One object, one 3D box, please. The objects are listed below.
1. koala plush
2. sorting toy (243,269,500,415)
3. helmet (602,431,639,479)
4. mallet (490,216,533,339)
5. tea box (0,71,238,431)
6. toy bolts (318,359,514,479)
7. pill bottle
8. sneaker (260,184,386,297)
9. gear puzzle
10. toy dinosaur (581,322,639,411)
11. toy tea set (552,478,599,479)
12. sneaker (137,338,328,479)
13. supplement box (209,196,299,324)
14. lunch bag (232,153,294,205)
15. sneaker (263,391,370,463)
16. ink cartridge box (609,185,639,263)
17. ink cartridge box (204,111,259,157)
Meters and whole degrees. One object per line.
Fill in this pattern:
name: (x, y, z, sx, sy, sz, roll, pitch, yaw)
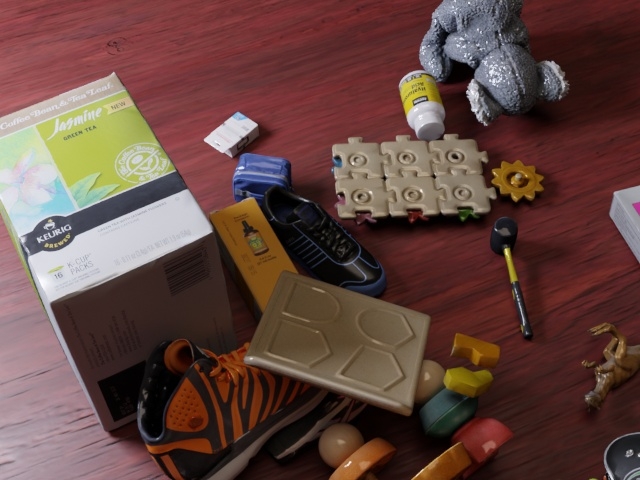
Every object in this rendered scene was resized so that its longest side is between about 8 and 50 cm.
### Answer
koala plush: (0.292, -0.299, 1.744, 0.196, 0.203, 0.221, -15, 65, -9)
sorting toy: (0.072, 0.145, 1.331, 0.307, 0.041, 0.229, 17, 30, 3)
helmet: (0.436, 0.303, 1.285, 0.161, 0.169, 0.169, -17, 54, 0)
mallet: (0.286, 0.061, 1.556, 0.039, 0.062, 0.190, -7, 67, -2)
tea box: (-0.285, 0.018, 1.417, 0.220, 0.329, 0.323, -26, 57, -16)
toy bolts: (0.119, 0.241, 1.316, 0.228, 0.218, 0.158, -30, 70, -29)
pill bottle: (0.173, -0.223, 1.752, 0.065, 0.065, 0.116, -8, 53, -4)
sneaker: (0.000, 0.000, 1.571, 0.232, 0.090, 0.081, 31, 59, 23)
gear puzzle: (0.187, -0.093, 1.673, 0.339, 0.044, 0.175, -2, 51, -3)
toy dinosaur: (0.427, 0.165, 1.464, 0.211, 0.064, 0.112, -27, 88, -23)
toy tea set: (0.215, 0.406, 1.266, 0.336, 0.124, 0.200, -7, 82, -7)
sneaker: (-0.101, 0.166, 1.356, 0.321, 0.180, 0.124, -47, 36, -20)
supplement box: (-0.085, 0.047, 1.548, 0.078, 0.080, 0.233, -21, 57, -15)
lunch bag: (-0.088, -0.089, 1.657, 0.098, 0.067, 0.065, 7, 54, 6)
sneaker: (0.010, 0.243, 1.401, 0.178, 0.077, 0.072, -38, 33, 1)
ink cartridge box: (0.601, 0.013, 1.558, 0.239, 0.060, 0.275, -15, 52, -8)
ink cartridge box: (-0.148, -0.172, 1.746, 0.048, 0.028, 0.083, 35, 61, 25)
